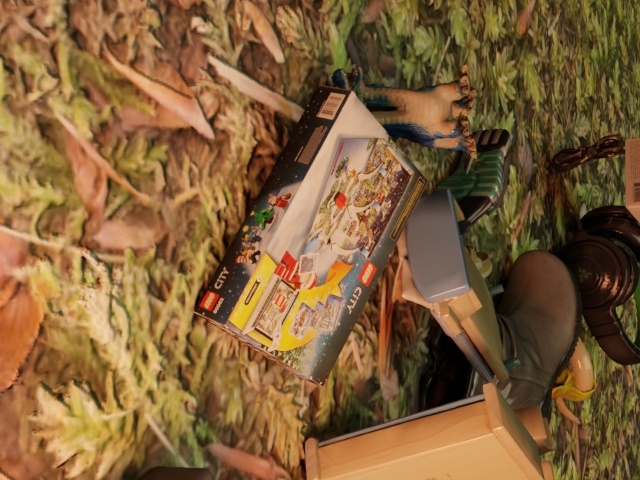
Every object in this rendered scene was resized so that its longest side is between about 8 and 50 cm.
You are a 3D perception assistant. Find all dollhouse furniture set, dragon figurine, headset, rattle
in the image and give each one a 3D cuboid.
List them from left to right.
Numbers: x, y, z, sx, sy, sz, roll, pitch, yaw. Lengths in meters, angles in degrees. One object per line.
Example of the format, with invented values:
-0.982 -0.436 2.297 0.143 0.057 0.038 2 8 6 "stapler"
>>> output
0.098 -0.132 0.942 0.289 0.143 0.085 13 77 -74 "dragon figurine"
0.120 0.147 0.956 0.286 0.198 0.304 51 27 -44 "dollhouse furniture set"
0.332 0.165 1.327 0.130 0.142 0.200 -24 95 -86 "rattle"
0.505 0.019 1.442 0.243 0.185 0.394 -41 105 -48 "headset"

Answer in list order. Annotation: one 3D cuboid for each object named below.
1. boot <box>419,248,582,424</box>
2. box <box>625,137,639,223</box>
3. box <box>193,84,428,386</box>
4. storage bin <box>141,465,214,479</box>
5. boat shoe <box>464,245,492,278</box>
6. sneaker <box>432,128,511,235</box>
0.247 0.119 1.139 0.222 0.118 0.338 43 51 -40 "boot"
0.559 -0.082 1.354 0.203 0.103 0.114 25 66 -55 "box"
0.000 0.000 0.785 0.159 0.044 0.233 42 72 -48 "box"
-0.106 0.240 0.646 0.091 0.098 0.135 -49 129 -57 "storage bin"
0.182 0.028 1.093 0.135 0.050 0.045 -19 110 -54 "boat shoe"
0.207 -0.053 1.108 0.224 0.083 0.098 -54 136 -42 "sneaker"
